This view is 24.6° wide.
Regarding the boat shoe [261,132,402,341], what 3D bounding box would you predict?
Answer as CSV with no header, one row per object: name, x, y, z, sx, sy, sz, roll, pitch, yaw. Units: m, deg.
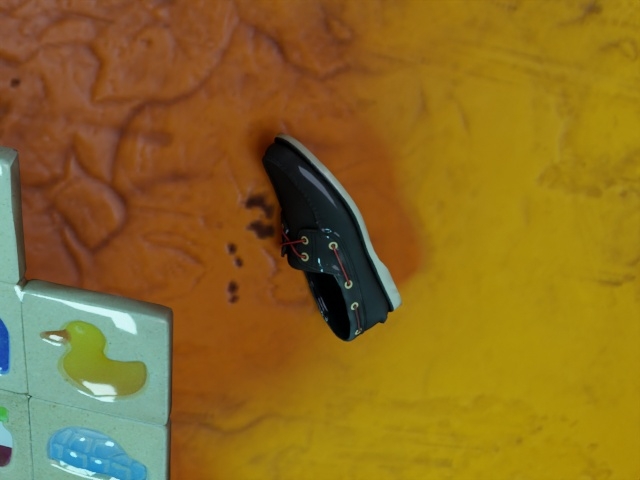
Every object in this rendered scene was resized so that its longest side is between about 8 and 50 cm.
boat shoe,0.001,0.001,0.790,0.042,0.049,0.133,-39,127,-15

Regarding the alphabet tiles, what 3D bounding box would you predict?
alphabet tiles,-0.201,0.084,0.622,0.285,0.011,0.343,12,130,7
